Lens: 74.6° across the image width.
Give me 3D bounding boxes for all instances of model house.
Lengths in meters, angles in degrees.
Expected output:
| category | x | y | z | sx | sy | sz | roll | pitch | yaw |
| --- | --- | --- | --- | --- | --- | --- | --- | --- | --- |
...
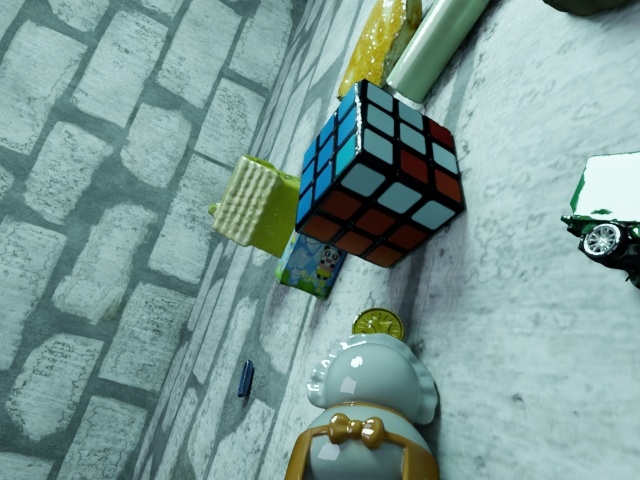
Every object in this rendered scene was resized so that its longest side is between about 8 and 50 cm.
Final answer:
| category | x | y | z | sx | sy | sz | roll | pitch | yaw |
| --- | --- | --- | --- | --- | --- | --- | --- | --- | --- |
| model house | -0.122 | -0.075 | 0.955 | 0.194 | 0.234 | 0.175 | -64 | 20 | 14 |

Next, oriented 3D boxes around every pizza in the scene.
| category | x | y | z | sx | sy | sz | roll | pitch | yaw |
| --- | --- | --- | --- | --- | --- | --- | --- | --- | --- |
| pizza | 0.130 | -0.401 | 0.860 | 0.365 | 0.073 | 0.182 | 123 | 144 | -46 |

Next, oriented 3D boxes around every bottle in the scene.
| category | x | y | z | sx | sy | sz | roll | pitch | yaw |
| --- | --- | --- | --- | --- | --- | --- | --- | --- | --- |
| bottle | 0.188 | -0.322 | 0.661 | 0.202 | 0.072 | 0.072 | -55 | 23 | 29 |

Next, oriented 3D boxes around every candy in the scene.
| category | x | y | z | sx | sy | sz | roll | pitch | yaw |
| --- | --- | --- | --- | --- | --- | --- | --- | --- | --- |
| candy | 0.000 | 0.000 | 0.766 | 0.195 | 0.097 | 0.062 | -66 | 17 | 3 |

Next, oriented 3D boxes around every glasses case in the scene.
| category | x | y | z | sx | sy | sz | roll | pitch | yaw |
| --- | --- | --- | --- | --- | --- | --- | --- | --- | --- |
| glasses case | -0.170 | 0.320 | 0.967 | 0.033 | 0.023 | 0.083 | 127 | 158 | -47 |

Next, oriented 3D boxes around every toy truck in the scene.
| category | x | y | z | sx | sy | sz | roll | pitch | yaw |
| --- | --- | --- | --- | --- | --- | --- | --- | --- | --- |
| toy truck | 0.225 | -0.007 | 0.242 | 0.079 | 0.065 | 0.147 | -64 | 18 | -2 |

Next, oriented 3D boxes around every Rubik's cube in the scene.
| category | x | y | z | sx | sy | sz | roll | pitch | yaw |
| --- | --- | --- | --- | --- | --- | --- | --- | --- | --- |
| Rubik's cube | 0.073 | -0.084 | 0.572 | 0.160 | 0.163 | 0.162 | -46 | 27 | 45 |

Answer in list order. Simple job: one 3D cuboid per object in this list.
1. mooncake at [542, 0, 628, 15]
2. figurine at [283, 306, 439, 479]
| category | x | y | z | sx | sy | sz | roll | pitch | yaw |
| --- | --- | --- | --- | --- | --- | --- | --- | --- | --- |
| mooncake | 0.274 | -0.336 | 0.382 | 0.228 | 0.124 | 0.228 | -54 | 24 | 37 |
| figurine | 0.044 | 0.180 | 0.407 | 0.143 | 0.143 | 0.272 | -38 | 36 | 53 |
